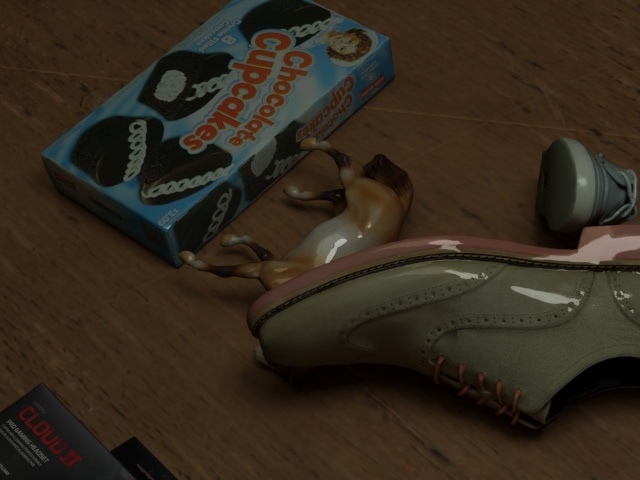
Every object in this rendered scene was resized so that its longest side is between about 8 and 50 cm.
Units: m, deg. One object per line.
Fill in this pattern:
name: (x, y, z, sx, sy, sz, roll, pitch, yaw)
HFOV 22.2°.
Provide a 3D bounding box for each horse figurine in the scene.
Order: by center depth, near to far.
horse figurine: (0.000, 0.000, 1.501, 0.174, 0.066, 0.263, 30, 60, 34)

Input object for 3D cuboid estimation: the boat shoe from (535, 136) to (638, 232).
boat shoe: (0.236, -0.047, 1.417, 0.081, 0.079, 0.227, 5, 4, 1)

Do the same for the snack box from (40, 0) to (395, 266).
snack box: (-0.099, -0.128, 1.642, 0.187, 0.060, 0.322, 30, 60, 32)

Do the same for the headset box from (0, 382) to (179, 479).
headset box: (-0.240, 0.265, 1.278, 0.293, 0.110, 0.218, -36, 50, -20)

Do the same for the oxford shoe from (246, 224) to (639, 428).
oxford shoe: (0.136, 0.080, 1.341, 0.397, 0.140, 0.147, -7, 70, 7)
